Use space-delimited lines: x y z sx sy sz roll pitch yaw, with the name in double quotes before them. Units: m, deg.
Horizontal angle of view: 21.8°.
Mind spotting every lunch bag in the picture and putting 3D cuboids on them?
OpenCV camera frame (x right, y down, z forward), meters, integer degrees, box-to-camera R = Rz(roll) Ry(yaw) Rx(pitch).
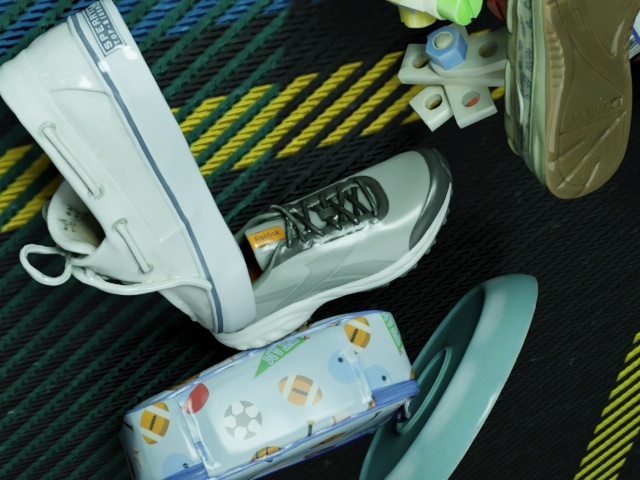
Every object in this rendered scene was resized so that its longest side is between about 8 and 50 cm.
"lunch bag" -0.047 0.173 1.649 0.303 0.115 0.243 -19 168 -12

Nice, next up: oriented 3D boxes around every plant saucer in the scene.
"plant saucer" 0.120 0.162 1.704 0.044 0.317 0.317 31 126 -4

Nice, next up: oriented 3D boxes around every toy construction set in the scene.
"toy construction set" 0.125 -0.201 1.278 0.215 0.151 0.327 -53 156 -9

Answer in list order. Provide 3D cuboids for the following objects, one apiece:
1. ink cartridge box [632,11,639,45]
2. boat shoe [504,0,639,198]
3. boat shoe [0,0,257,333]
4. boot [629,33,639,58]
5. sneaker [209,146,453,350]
"ink cartridge box" 0.318 -0.226 1.287 0.045 0.223 0.224 -30 179 -36
"boat shoe" 0.171 -0.168 1.184 0.105 0.089 0.285 -14 124 -27
"boat shoe" -0.166 -0.021 1.315 0.156 0.136 0.367 -27 144 -4
"boot" 0.238 -0.187 1.472 0.190 0.069 0.086 -41 139 3
"sneaker" 0.000 0.000 1.507 0.271 0.100 0.108 -33 142 6
